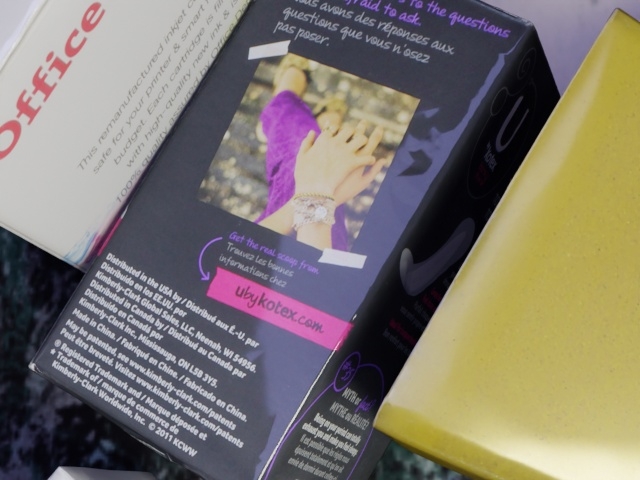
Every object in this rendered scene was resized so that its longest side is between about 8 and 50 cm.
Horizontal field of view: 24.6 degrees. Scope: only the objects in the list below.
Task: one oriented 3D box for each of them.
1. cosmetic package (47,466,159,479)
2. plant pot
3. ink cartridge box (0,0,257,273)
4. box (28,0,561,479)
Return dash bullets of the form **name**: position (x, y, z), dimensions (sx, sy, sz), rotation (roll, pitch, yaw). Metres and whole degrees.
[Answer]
- **cosmetic package**: position (-0.162, 0.312, 0.740), dimensions (0.197, 0.155, 0.365), rotation (40, 90, 16)
- **plant pot**: position (0.164, 0.050, 0.708), dimensions (0.187, 0.212, 0.212), rotation (30, 84, 10)
- **ink cartridge box**: position (-0.113, -0.107, 0.770), dimensions (0.131, 0.306, 0.226), rotation (31, 84, 22)
- **box**: position (0.000, 0.000, 0.781), dimensions (0.143, 0.165, 0.270), rotation (30, 84, 22)
